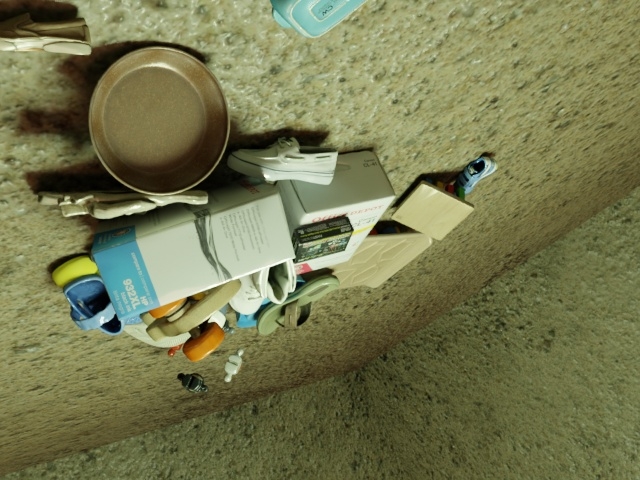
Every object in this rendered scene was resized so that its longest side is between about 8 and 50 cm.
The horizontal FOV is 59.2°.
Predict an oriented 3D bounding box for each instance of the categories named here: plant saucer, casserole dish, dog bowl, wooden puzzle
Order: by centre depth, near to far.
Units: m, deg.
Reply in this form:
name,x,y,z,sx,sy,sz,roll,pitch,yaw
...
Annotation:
name,x,y,z,sx,sy,sz,roll,pitch,yaw
casserole dish,0.020,-0.339,0.750,0.188,0.037,0.114,-32,157,19
plant saucer,-0.221,-0.163,0.777,0.198,0.036,0.199,-13,113,-35
dog bowl,-0.157,0.161,1.667,0.165,0.074,0.297,-9,154,-35
wooden puzzle,0.121,0.051,1.715,0.347,0.081,0.322,1,147,-39

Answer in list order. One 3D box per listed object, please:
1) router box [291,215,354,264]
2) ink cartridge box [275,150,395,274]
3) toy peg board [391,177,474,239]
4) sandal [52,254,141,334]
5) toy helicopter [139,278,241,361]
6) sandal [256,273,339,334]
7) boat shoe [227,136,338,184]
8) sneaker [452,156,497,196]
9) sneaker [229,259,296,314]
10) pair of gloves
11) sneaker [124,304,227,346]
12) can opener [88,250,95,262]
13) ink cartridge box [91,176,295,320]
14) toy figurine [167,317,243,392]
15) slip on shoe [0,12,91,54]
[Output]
name,x,y,z,sx,sy,sz,roll,pitch,yaw
router box,0.000,0.000,1.157,0.122,0.038,0.092,-14,156,-18
ink cartridge box,-0.002,-0.049,1.269,0.226,0.131,0.306,-13,157,-25
toy peg board,0.302,-0.100,1.524,0.160,0.079,0.161,24,140,-13
sandal,-0.463,0.147,1.226,0.126,0.138,0.317,-27,160,0
toy helicopter,-0.278,0.121,1.178,0.355,0.140,0.235,-16,-154,51
sandal,-0.068,0.200,1.631,0.302,0.086,0.120,-35,156,24
boat shoe,-0.066,-0.157,1.045,0.226,0.083,0.076,0,117,-40
sneaker,0.404,-0.175,1.518,0.144,0.053,0.059,-44,150,25
sneaker,-0.136,0.098,1.233,0.108,0.169,0.293,-12,136,-25
pair of gloves,-0.309,-0.057,0.869,0.204,0.042,0.240,-5,-173,-39
sneaker,-0.360,0.171,1.429,0.349,0.148,0.131,-12,138,32
can opener,-0.327,0.007,1.166,0.283,0.076,0.095,-8,-175,-37
ink cartridge box,-0.225,-0.002,0.998,0.307,0.129,0.223,-19,-162,-13
toy figurine,-0.345,0.341,1.702,0.209,0.213,0.148,-22,168,-13
slip on shoe,-0.327,-0.231,0.625,0.135,0.051,0.041,-4,112,-25
